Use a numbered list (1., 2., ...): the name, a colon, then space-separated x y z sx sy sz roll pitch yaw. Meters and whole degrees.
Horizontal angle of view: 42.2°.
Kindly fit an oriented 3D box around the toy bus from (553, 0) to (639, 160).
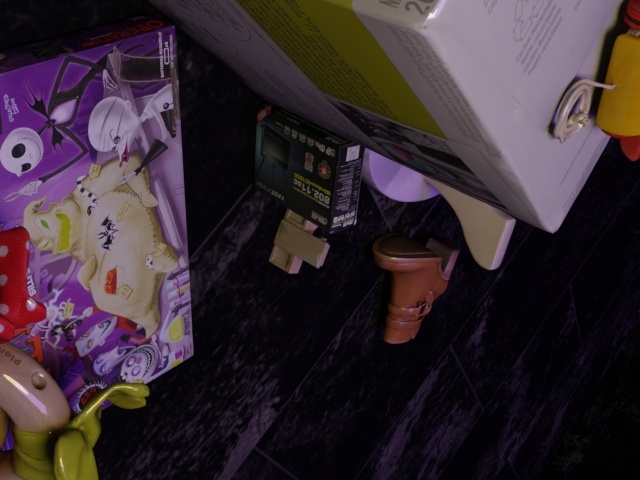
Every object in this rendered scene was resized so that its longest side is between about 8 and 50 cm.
1. toy bus: 0.273 -0.126 0.578 0.191 0.104 0.202 16 101 -59

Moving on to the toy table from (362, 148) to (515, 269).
1. toy table: 0.186 -0.107 1.028 0.274 0.161 0.252 -24 132 -43

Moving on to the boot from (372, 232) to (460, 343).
1. boot: 0.115 0.072 1.145 0.197 0.073 0.152 4 115 -51

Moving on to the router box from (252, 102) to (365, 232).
1. router box: -0.014 -0.074 0.819 0.038 0.122 0.092 -22 129 -38

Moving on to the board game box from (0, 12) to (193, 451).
1. board game box: -0.204 0.004 0.696 0.208 0.056 0.346 -26 133 -35

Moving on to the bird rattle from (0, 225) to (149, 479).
1. bird rattle: -0.252 0.120 0.597 0.207 0.143 0.253 -26 126 20

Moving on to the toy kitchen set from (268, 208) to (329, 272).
1. toy kitchen set: 0.000 0.000 0.939 0.075 0.068 0.083 3 111 -54

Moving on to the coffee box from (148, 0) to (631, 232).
1. coffee box: 0.072 -0.261 0.601 0.337 0.334 0.338 -61 149 -1
